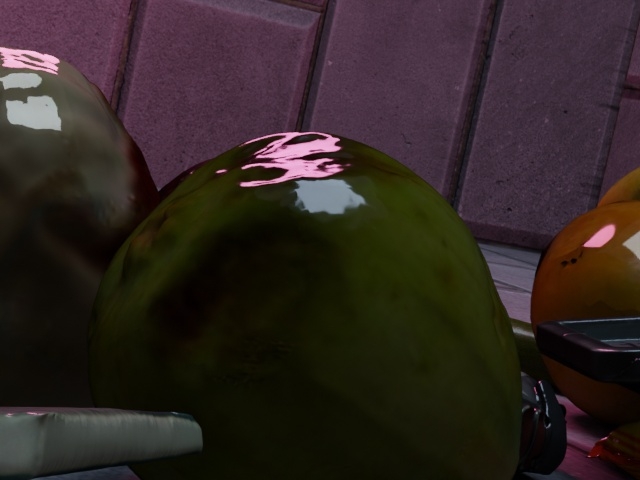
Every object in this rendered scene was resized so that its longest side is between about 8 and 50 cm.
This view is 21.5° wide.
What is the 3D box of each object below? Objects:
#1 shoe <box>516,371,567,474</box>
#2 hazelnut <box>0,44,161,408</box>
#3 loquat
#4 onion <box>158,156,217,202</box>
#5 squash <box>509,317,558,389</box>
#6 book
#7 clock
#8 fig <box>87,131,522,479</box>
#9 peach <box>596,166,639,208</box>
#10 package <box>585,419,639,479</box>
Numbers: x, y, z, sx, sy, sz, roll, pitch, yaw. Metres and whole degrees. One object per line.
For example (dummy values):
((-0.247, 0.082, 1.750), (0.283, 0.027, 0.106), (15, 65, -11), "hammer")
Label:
((0.142, 0.138, 1.310), (0.112, 0.099, 0.227), (20, 4, 2), "shoe")
((-0.229, 0.007, 1.132), (0.261, 0.261, 0.241), (10, 3, -27), "hazelnut")
((0.318, 0.074, 1.662), (0.235, 0.235, 0.235), (12, 5, -1), "loquat")
((-0.052, 0.045, 1.280), (0.207, 0.216, 0.206), (2, 21, 0), "onion")
((0.214, 0.119, 1.854), (0.258, 0.069, 0.069), (13, 5, 24), "squash")
((-0.200, 0.086, 0.695), (0.264, 0.031, 0.379), (-1, -6, 3), "book")
((0.335, 0.093, 1.407), (0.273, 0.049, 0.279), (-2, 2, -3), "clock")
((0.002, 0.074, 0.994), (0.271, 0.239, 0.239), (42, -3, -15), "fig")
((0.446, 0.058, 1.885), (0.316, 0.281, 0.314), (39, -39, -7), "peach")
((0.365, 0.172, 1.371), (0.223, 0.108, 0.288), (11, 5, 28), "package")
